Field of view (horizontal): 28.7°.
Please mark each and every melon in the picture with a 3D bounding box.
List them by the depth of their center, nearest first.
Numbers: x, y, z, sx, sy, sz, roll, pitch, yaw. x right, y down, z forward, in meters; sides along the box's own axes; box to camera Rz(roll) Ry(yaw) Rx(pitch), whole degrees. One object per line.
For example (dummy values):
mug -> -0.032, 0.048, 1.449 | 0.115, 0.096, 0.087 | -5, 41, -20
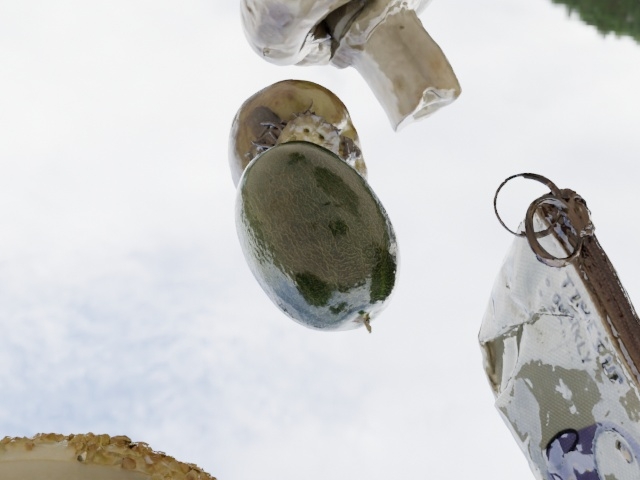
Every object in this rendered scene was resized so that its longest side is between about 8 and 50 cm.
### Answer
melon -> 0.000, 0.000, 0.955 | 0.114, 0.114, 0.167 | -20, -115, -23

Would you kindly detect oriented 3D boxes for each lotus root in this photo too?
lotus root -> -0.025, -0.087, 1.354 | 0.141, 0.169, 0.314 | -18, -177, 2

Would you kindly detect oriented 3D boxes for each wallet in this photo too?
wallet -> 0.207, 0.133, 0.931 | 0.068, 0.275, 0.335 | -25, -106, -14

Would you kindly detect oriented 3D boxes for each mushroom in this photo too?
mushroom -> 0.051, -0.277, 1.583 | 0.292, 0.292, 0.290 | -20, -100, -23

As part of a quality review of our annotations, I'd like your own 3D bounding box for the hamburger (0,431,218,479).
hamburger -> -0.154, 0.241, 0.747 | 0.294, 0.276, 0.179 | -39, -155, 18
